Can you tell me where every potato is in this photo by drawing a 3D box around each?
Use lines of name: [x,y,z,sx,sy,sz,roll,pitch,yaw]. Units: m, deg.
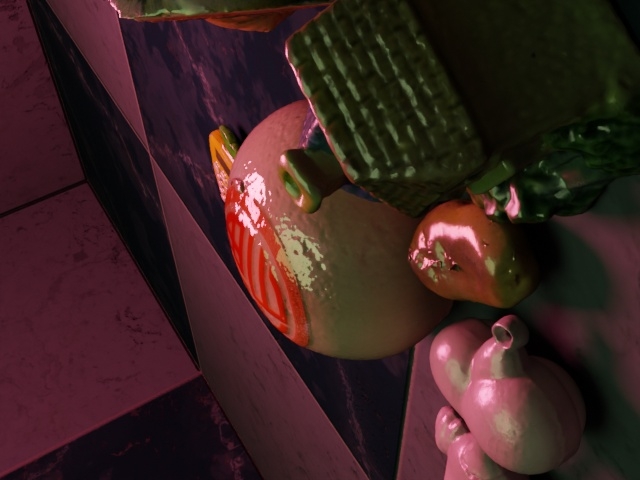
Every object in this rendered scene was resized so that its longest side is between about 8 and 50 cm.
potato: [0.130,0.011,0.706,0.138,0.070,0.092,10,119,58]

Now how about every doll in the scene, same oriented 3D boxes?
doll: [0.165,0.189,0.809,0.160,0.094,0.365,54,159,37]

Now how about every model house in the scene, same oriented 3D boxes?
model house: [0.074,-0.078,0.567,0.195,0.189,0.214,65,161,4]

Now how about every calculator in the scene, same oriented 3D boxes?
calculator: [-0.132,-0.095,1.340,0.146,0.032,0.235,56,161,24]

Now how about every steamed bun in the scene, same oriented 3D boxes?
steamed bun: [0.000,0.000,0.876,0.283,0.177,0.283,53,159,31]

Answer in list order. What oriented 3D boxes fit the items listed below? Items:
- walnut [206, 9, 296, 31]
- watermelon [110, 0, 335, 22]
walnut: [-0.082,-0.288,0.785,0.184,0.155,0.155,58,161,4]
watermelon: [-0.051,-0.248,0.647,0.128,0.231,0.146,-151,54,-66]
